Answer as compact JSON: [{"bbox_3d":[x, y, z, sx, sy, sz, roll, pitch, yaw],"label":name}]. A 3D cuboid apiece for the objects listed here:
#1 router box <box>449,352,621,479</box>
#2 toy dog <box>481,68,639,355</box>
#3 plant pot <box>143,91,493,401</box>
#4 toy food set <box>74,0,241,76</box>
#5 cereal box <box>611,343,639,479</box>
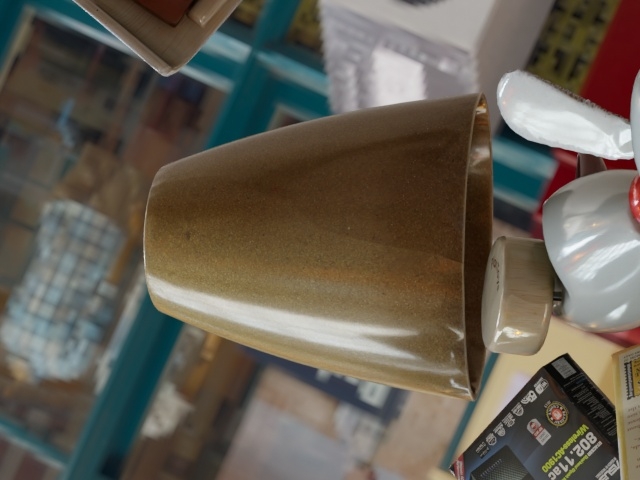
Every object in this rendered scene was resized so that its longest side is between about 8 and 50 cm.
[{"bbox_3d":[0.158,0.151,1.220,0.092,0.122,0.038,48,-144,16],"label":"router box"},{"bbox_3d":[0.208,-0.046,1.147,0.220,0.161,0.333,12,149,-23],"label":"toy dog"},{"bbox_3d":[0.000,0.000,1.385,0.254,0.237,0.237,2,176,11],"label":"plant pot"},{"bbox_3d":[-0.101,-0.295,1.274,0.220,0.306,0.092,39,167,1],"label":"toy food set"},{"bbox_3d":[0.161,0.167,0.620,0.173,0.047,0.240,55,-155,-29],"label":"cereal box"}]
